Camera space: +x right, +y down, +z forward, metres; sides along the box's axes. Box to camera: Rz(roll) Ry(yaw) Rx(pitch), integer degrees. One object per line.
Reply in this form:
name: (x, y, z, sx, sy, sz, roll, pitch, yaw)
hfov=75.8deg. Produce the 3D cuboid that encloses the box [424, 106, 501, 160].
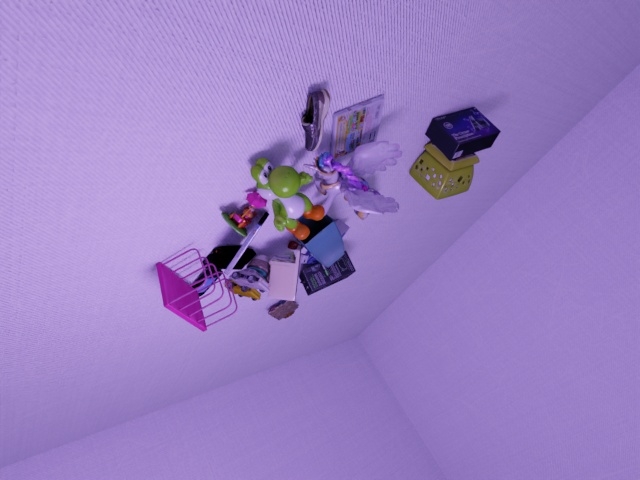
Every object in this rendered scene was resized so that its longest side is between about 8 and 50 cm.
box: (0.632, -0.479, 1.828, 0.262, 0.184, 0.103, -21, 150, -24)

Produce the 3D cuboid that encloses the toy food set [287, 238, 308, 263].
toy food set: (-0.090, 0.054, 2.003, 0.105, 0.111, 0.232, 13, 97, -56)

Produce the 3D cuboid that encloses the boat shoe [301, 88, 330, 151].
boat shoe: (-0.030, -0.392, 1.356, 0.074, 0.080, 0.223, -12, 142, -27)

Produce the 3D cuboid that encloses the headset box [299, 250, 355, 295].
headset box: (0.023, 0.190, 2.282, 0.283, 0.131, 0.246, -24, 171, -11)

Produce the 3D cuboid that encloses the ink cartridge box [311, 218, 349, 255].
ink cartridge box: (0.048, 0.002, 2.066, 0.190, 0.082, 0.139, -53, 176, 38)

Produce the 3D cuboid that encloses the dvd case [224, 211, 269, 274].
dvd case: (-0.292, 0.007, 1.644, 0.252, 0.022, 0.180, -54, -172, 16)

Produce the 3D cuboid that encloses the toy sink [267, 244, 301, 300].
toy sink: (-0.165, 0.137, 1.862, 0.132, 0.233, 0.153, 7, -172, -1)

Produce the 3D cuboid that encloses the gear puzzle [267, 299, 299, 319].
gear puzzle: (-0.226, 0.438, 2.627, 0.176, 0.044, 0.339, -34, 157, -3)

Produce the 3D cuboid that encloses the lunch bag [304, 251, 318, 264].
lunch bag: (-0.039, 0.091, 2.196, 0.099, 0.065, 0.067, -8, 145, -43)

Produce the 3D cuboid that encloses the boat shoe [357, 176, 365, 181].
boat shoe: (0.149, -0.242, 1.827, 0.206, 0.064, 0.075, 2, 135, -52)

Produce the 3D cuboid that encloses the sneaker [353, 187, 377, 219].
sneaker: (0.228, -0.198, 1.965, 0.115, 0.105, 0.281, -45, 175, -13)

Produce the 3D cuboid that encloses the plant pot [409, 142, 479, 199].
plant pot: (0.601, -0.358, 1.974, 0.229, 0.227, 0.207, -18, 144, -27)

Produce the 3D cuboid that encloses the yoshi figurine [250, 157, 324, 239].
yoshi figurine: (-0.106, -0.150, 1.480, 0.203, 0.203, 0.362, -21, 141, 17)

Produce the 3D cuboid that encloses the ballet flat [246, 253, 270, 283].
ballet flat: (-0.280, 0.124, 1.926, 0.108, 0.106, 0.316, 15, 161, 0)

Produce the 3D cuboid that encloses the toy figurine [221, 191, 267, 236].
toy figurine: (-0.266, -0.112, 1.555, 0.159, 0.130, 0.173, -45, 175, 3)

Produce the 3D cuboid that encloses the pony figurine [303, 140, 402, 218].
pony figurine: (0.122, -0.207, 1.578, 0.352, 0.302, 0.363, 4, 158, 5)

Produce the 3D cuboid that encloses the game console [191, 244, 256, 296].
game console: (-0.464, 0.147, 1.837, 0.361, 0.043, 0.213, -44, 152, 23)

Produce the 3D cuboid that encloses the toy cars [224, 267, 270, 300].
toy cars: (-0.326, 0.188, 1.863, 0.087, 0.177, 0.394, -65, -170, -24)

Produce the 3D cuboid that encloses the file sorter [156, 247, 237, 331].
file sorter: (-0.483, 0.196, 1.651, 0.183, 0.202, 0.290, -27, 146, 0)

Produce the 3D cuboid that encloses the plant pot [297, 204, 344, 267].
plant pot: (0.000, 0.000, 1.858, 0.166, 0.166, 0.234, -40, 134, -8)

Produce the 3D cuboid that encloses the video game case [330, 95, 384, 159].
video game case: (0.135, -0.419, 1.549, 0.207, 0.026, 0.226, -26, 154, -16)
